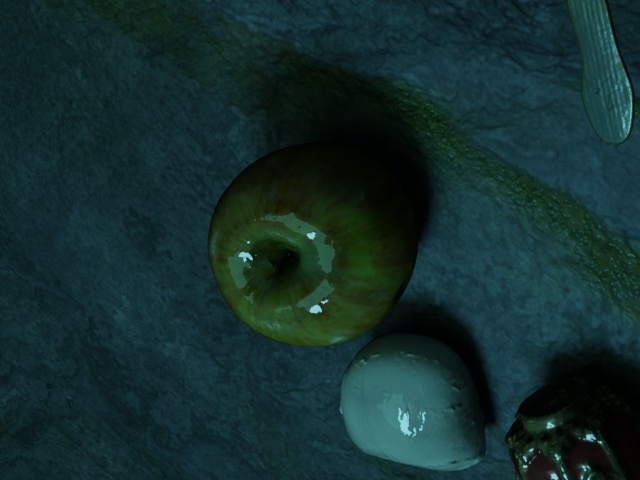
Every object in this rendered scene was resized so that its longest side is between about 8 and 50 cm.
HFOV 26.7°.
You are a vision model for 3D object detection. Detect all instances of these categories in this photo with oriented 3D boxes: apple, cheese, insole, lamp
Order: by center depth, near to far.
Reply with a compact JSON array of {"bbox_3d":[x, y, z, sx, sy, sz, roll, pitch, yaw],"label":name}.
[{"bbox_3d":[0.305,-0.190,1.466,0.064,0.004,0.188,0,118,38],"label":"insole"},{"bbox_3d":[0.340,0.306,1.656,0.177,0.177,0.274,-15,105,44],"label":"lamp"},{"bbox_3d":[0.000,0.000,1.691,0.264,0.264,0.264,21,129,28],"label":"apple"},{"bbox_3d":[0.115,0.214,1.787,0.198,0.154,0.189,8,117,36],"label":"cheese"}]
